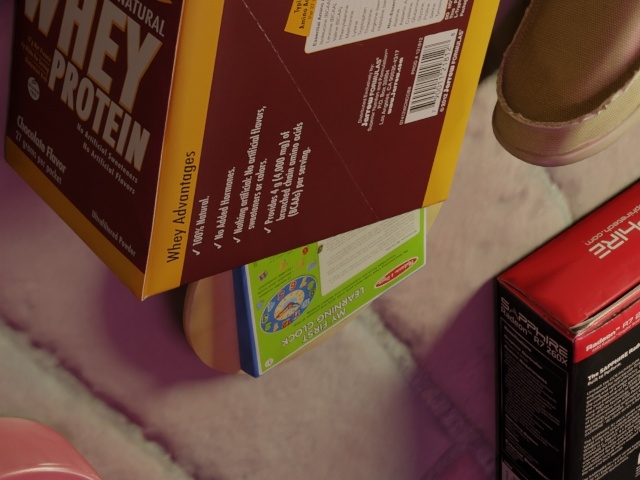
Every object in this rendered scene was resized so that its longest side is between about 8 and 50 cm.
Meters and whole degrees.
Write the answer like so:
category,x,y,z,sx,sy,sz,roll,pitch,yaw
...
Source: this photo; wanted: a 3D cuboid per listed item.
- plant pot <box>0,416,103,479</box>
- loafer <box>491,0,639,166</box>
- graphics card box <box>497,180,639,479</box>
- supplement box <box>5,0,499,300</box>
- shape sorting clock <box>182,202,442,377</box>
category,x,y,z,sx,sy,sz,roll,pitch,yaw
plant pot,-0.172,0.227,0.851,0.201,0.180,0.201,-27,138,-27
loafer,0.189,-0.167,0.947,0.268,0.102,0.092,-54,144,-9
graphics card box,0.259,0.115,1.277,0.233,0.094,0.371,-33,141,-21
supplement box,-0.030,-0.104,0.738,0.194,0.129,0.191,-18,135,-36
shape sorting clock,0.000,0.000,0.941,0.206,0.040,0.206,-31,144,-25
